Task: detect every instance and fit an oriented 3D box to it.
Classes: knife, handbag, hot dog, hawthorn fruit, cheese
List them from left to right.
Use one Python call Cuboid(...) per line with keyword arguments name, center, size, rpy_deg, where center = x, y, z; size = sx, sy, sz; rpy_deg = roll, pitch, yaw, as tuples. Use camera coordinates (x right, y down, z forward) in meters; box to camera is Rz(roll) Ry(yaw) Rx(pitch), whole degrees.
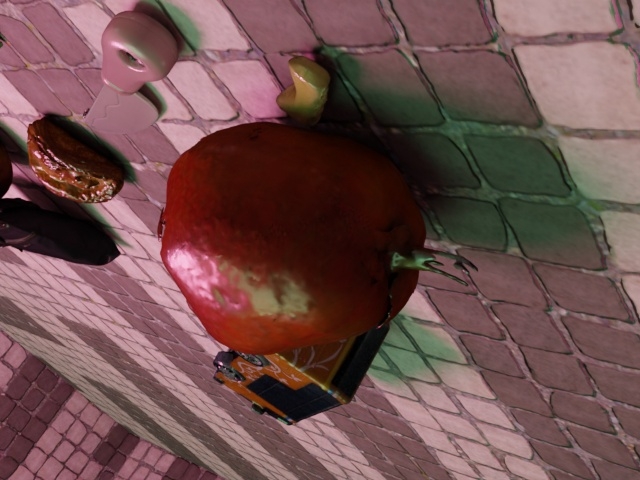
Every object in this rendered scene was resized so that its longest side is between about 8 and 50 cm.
Cuboid(name="handbag", center=(-0.480, -0.021, 1.409), size=(0.254, 0.089, 0.211), rpy_deg=(13, 177, 45))
Cuboid(name="hot dog", center=(-0.331, -0.101, 1.139), size=(0.147, 0.065, 0.099), rpy_deg=(35, 147, 1))
Cuboid(name="knife", center=(-0.205, -0.160, 0.919), size=(0.081, 0.043, 0.336), rpy_deg=(32, 164, -13))
Cuboid(name="cheese", center=(-0.014, -0.127, 0.722), size=(0.044, 0.030, 0.083), rpy_deg=(26, 162, 2))
Cuboid(name="hawthorn fruit", center=(0.000, 0.000, 0.752), size=(0.299, 0.211, 0.211), rpy_deg=(4, 144, 32))

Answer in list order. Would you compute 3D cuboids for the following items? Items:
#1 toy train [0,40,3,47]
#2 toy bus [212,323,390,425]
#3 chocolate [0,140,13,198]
Cuboid(name="toy train", center=(-0.452, -0.257, 0.984), size=(0.149, 0.081, 0.099), rpy_deg=(37, 159, 9))
Cuboid(name="toy bus", center=(-0.036, 0.149, 1.156), size=(0.167, 0.139, 0.275), rpy_deg=(34, 155, -7))
Cuboid(name="chocolate", center=(-0.547, -0.107, 1.289), size=(0.176, 0.177, 0.177), rpy_deg=(28, 156, 13))
